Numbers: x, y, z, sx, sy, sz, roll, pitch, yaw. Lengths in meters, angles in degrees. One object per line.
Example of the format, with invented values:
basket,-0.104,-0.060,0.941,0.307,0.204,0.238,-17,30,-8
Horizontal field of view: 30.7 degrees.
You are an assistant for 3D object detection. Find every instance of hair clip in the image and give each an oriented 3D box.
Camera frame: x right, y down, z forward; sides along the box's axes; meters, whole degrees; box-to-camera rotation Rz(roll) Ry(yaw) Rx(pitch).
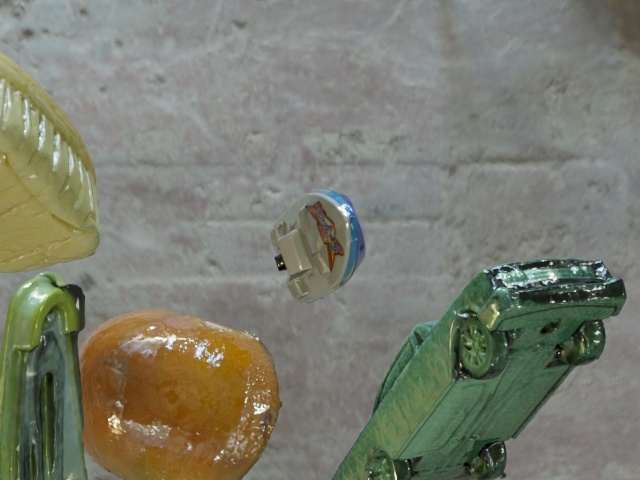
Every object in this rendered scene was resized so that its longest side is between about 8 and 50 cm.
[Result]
hair clip,-0.101,0.105,0.446,0.033,0.060,0.188,-1,100,25

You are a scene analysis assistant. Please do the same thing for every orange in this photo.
orange,-0.209,0.221,1.622,0.310,0.274,0.274,23,74,7

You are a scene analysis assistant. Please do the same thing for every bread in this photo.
bread,-0.277,-0.070,0.963,0.140,0.236,0.106,-17,53,12

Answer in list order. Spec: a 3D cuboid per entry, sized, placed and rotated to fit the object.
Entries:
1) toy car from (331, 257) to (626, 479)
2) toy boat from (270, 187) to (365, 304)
toy car,0.118,0.126,0.980,0.141,0.320,0.097,-3,50,-29
toy boat,0.000,0.000,1.505,0.088,0.295,0.129,-18,84,-17
